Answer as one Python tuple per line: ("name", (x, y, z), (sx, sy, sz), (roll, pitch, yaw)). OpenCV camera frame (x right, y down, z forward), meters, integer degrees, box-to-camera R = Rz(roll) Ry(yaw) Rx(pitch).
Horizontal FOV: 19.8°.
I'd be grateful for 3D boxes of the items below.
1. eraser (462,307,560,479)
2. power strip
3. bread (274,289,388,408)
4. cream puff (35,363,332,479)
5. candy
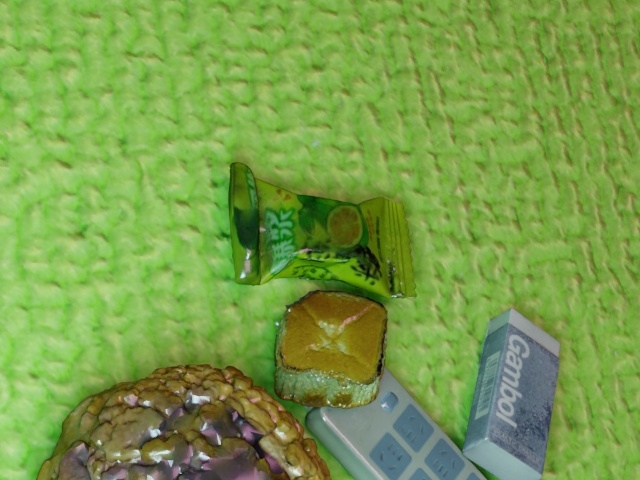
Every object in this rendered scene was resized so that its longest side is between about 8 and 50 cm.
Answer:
("eraser", (0.228, 0.184, 2.168), (0.092, 0.046, 0.212), (35, 44, -19))
("power strip", (0.095, 0.250, 2.078), (0.270, 0.046, 0.118), (48, 52, -6))
("bread", (0.009, 0.120, 2.033), (0.128, 0.069, 0.140), (8, 48, -1))
("cream puff", (-0.119, 0.288, 1.805), (0.327, 0.231, 0.343), (5, 67, -35))
("candy", (0.000, 0.000, 2.110), (0.246, 0.069, 0.149), (8, 61, -25))
